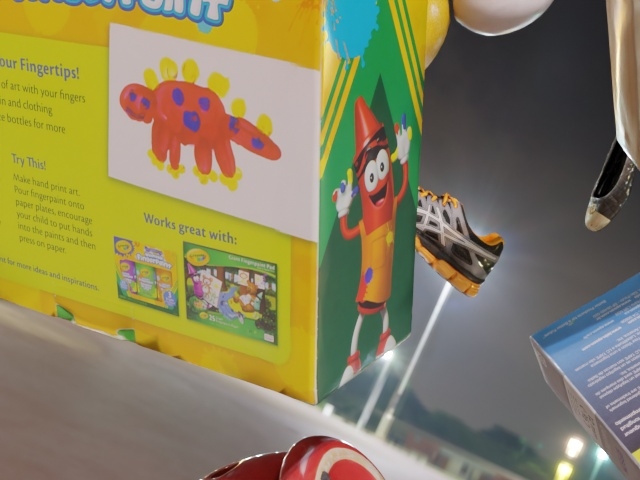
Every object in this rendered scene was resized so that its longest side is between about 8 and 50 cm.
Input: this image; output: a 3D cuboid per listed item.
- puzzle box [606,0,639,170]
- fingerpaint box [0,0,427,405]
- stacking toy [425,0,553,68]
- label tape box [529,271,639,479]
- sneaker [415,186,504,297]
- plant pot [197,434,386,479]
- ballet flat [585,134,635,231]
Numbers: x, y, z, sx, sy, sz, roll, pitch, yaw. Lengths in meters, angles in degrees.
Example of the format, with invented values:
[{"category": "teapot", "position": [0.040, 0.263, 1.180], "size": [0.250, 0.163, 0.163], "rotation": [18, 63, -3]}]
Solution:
[{"category": "puzzle box", "position": [0.452, -0.242, 0.955], "size": [0.272, 0.409, 0.052], "rotation": [64, 1, -54]}, {"category": "fingerpaint box", "position": [-0.141, -0.116, 0.883], "size": [0.445, 0.371, 0.163], "rotation": [13, 23, 31]}, {"category": "stacking toy", "position": [0.018, -0.246, 1.152], "size": [0.480, 0.350, 0.350], "rotation": [-4, -13, 9]}, {"category": "label tape box", "position": [0.471, 0.198, 1.375], "size": [0.347, 0.249, 0.115], "rotation": [56, -7, 48]}, {"category": "sneaker", "position": [0.125, -0.028, 1.255], "size": [0.215, 0.083, 0.084], "rotation": [40, 6, -15]}, {"category": "plant pot", "position": [-0.026, 0.280, 0.980], "size": [0.191, 0.174, 0.191], "rotation": [41, 28, -28]}, {"category": "ballet flat", "position": [0.357, -0.094, 1.292], "size": [0.049, 0.173, 0.057], "rotation": [18, 8, -23]}]
